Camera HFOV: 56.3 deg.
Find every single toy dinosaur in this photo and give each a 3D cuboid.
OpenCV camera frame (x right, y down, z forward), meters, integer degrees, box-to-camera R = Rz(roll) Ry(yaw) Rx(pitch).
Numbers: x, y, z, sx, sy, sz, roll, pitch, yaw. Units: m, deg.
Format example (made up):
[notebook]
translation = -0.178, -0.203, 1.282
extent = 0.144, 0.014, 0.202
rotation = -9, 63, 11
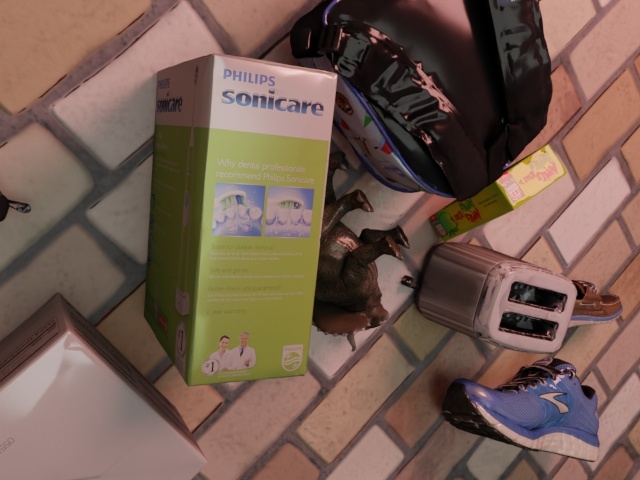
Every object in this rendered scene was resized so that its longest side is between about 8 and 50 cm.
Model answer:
[toy dinosaur]
translation = 0.000, 0.000, 0.705
extent = 0.160, 0.121, 0.313
rotation = -35, 104, 19

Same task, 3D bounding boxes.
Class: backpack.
[backpack]
translation = 0.118, -0.183, 0.681
extent = 0.276, 0.213, 0.263
rotation = -37, 105, -10

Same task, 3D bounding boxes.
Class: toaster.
[toaster]
translation = 0.244, 0.079, 0.836
extent = 0.227, 0.146, 0.129
rotation = 16, 92, -29

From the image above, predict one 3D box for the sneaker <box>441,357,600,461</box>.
[sneaker]
translation = 0.322, 0.250, 0.944
extent = 0.330, 0.130, 0.147
rotation = 20, 77, -33

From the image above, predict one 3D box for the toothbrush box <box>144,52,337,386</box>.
[toothbrush box]
translation = -0.094, -0.028, 0.603
extent = 0.122, 0.206, 0.283
rotation = 0, 100, -27

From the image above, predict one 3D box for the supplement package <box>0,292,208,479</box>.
[supplement package]
translation = -0.288, 0.224, 0.589
extent = 0.262, 0.145, 0.204
rotation = -42, 116, -13

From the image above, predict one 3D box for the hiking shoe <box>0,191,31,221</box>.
[hiking shoe]
translation = -0.373, 0.026, 0.537
extent = 0.114, 0.086, 0.227
rotation = 43, 79, -24

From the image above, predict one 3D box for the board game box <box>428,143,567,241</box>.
[board game box]
translation = 0.222, -0.056, 0.777
extent = 0.092, 0.181, 0.043
rotation = -33, 87, -18

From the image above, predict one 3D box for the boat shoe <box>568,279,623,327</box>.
[boat shoe]
translation = 0.428, 0.101, 0.983
extent = 0.183, 0.066, 0.066
rotation = -7, 102, -26
